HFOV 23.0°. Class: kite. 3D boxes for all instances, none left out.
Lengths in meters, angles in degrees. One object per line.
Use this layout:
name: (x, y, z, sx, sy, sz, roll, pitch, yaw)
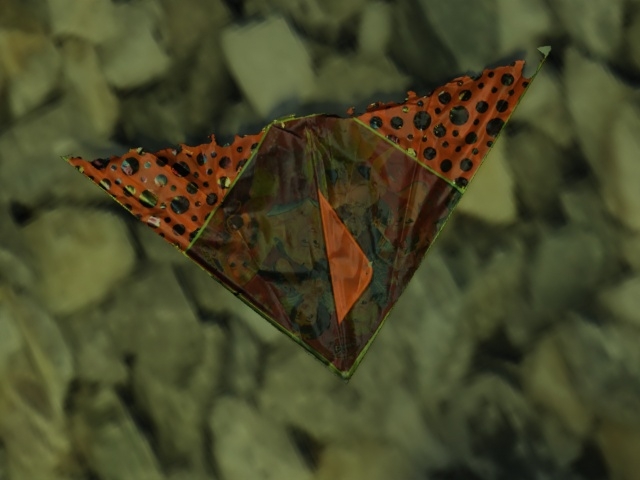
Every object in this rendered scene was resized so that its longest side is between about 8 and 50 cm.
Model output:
kite: (0.000, 0.000, 0.673, 0.222, 0.008, 0.125, -11, 80, 11)
